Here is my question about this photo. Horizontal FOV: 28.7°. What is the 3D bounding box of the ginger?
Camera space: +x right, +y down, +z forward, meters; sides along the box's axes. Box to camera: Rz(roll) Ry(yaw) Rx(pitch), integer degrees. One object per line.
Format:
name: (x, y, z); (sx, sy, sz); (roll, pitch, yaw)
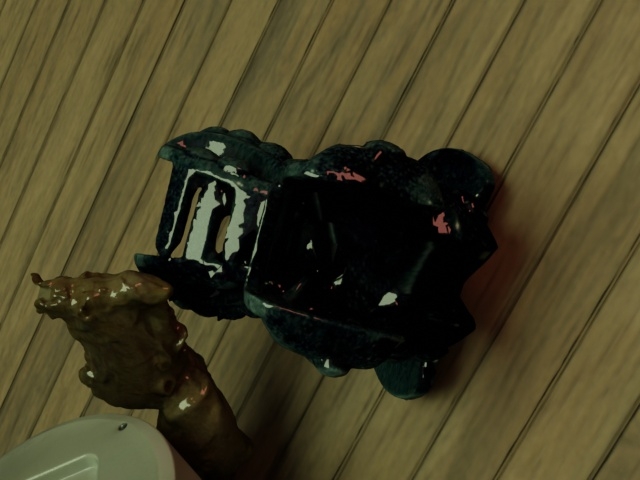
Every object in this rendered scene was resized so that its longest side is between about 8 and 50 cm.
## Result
ginger: (-0.127, 0.125, 0.987); (0.122, 0.290, 0.084); (-11, 45, 14)

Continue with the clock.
clock: (-0.189, 0.234, 0.912); (0.230, 0.083, 0.230); (-23, 32, 16)

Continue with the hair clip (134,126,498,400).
hair clip: (0.006, 0.002, 0.908); (0.310, 0.206, 0.194); (17, 91, 61)
